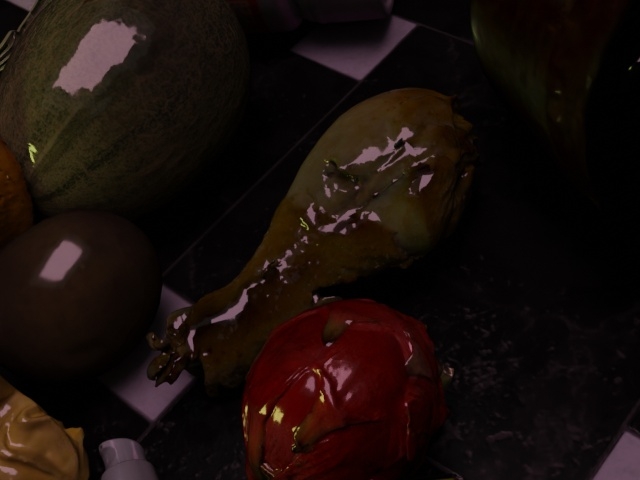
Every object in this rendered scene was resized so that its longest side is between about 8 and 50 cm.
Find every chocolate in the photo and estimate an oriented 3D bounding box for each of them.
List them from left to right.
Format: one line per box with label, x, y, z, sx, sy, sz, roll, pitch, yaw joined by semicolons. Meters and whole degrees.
chocolate;0.307;-0.217;0.891;0.383;0.384;0.331;-34;47;-15

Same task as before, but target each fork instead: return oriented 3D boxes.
fork;-0.413;-0.322;1.334;0.028;0.034;0.219;-12;43;38

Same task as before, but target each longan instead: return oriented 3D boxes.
longan;-0.246;0.054;0.908;0.189;0.189;0.189;-6;51;8

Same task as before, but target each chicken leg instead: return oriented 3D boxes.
chicken leg;0.000;0.000;0.927;0.429;0.153;0.201;-43;43;-12

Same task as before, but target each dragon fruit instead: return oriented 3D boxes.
dragon fruit;0.020;0.137;0.780;0.172;0.172;0.209;29;53;30

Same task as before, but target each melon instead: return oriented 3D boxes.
melon;-0.219;-0.159;1.025;0.248;0.248;0.329;22;62;27

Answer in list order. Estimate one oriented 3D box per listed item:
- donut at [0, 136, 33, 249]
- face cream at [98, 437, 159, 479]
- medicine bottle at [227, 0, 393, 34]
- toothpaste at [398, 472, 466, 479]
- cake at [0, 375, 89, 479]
donut;-0.428;-0.052;0.961;0.277;0.277;0.108;21;47;26
face cream;-0.140;0.273;0.751;0.101;0.101;0.252;-19;50;-3
medicine bottle;-0.106;-0.372;1.185;0.388;0.219;0.219;1;52;11
toothpaste;-0.045;0.242;0.663;0.327;0.110;0.077;0;44;-23
cake;-0.366;0.181;0.795;0.286;0.222;0.227;29;64;29
